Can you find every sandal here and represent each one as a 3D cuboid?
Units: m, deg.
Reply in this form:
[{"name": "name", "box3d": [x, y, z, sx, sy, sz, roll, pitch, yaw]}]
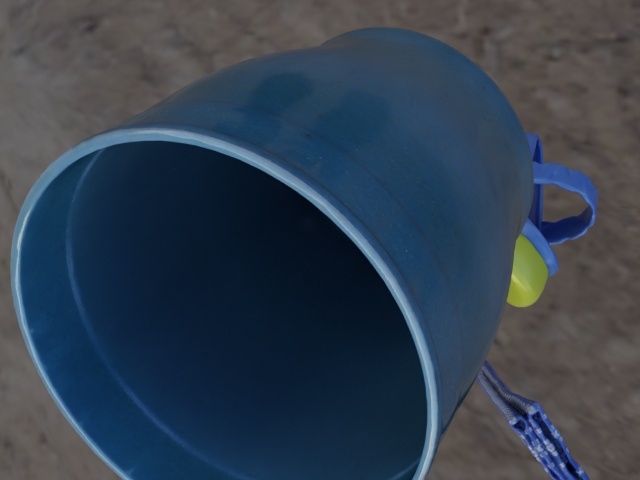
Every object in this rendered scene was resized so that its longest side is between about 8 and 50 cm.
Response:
[{"name": "sandal", "box3d": [0.173, -0.068, 1.874, 0.138, 0.317, 0.126, -32, 143, -8]}]

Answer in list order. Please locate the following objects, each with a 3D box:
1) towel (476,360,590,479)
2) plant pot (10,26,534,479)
[{"name": "towel", "box3d": [0.254, 0.245, 1.547, 0.040, 0.243, 0.336, -39, 97, 1]}, {"name": "plant pot", "box3d": [0.000, 0.000, 1.095, 0.272, 0.271, 0.255, 55, 42, -10]}]
